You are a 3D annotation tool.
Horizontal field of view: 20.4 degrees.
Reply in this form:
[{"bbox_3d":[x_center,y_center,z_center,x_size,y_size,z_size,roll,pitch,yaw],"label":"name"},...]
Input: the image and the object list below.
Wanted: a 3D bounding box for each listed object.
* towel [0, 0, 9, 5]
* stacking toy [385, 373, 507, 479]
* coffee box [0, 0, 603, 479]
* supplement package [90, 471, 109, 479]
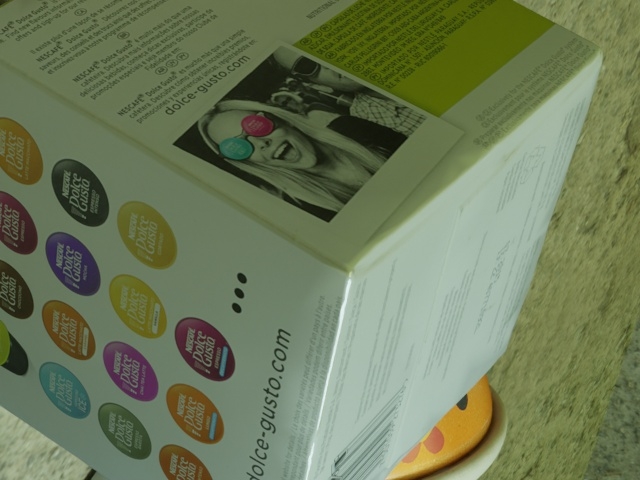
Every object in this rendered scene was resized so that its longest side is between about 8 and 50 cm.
[{"bbox_3d":[-0.145,-0.316,1.257,0.317,0.053,0.332,-29,140,-52],"label":"towel"},{"bbox_3d":[0.000,0.000,1.698,0.350,0.350,0.480,-31,124,-50],"label":"stacking toy"},{"bbox_3d":[-0.045,-0.021,1.329,0.338,0.334,0.338,-41,154,-41],"label":"coffee box"},{"bbox_3d":[-0.198,0.410,1.768,0.263,0.198,0.199,-55,157,-16],"label":"supplement package"}]
